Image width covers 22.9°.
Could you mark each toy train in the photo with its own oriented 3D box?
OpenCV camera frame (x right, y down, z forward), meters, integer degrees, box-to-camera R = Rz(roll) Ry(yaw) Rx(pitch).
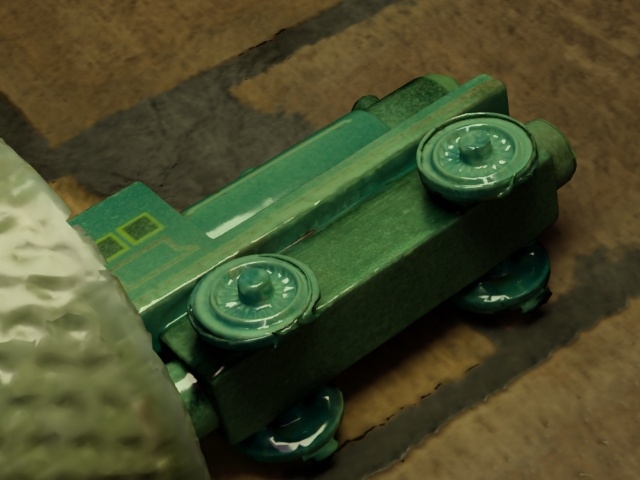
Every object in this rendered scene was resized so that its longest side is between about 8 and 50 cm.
[{"bbox_3d":[0.000,0.000,0.924,0.298,0.120,0.194,-32,43,-22],"label":"toy train"}]

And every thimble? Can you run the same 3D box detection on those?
[{"bbox_3d":[-0.176,0.090,0.755,0.150,0.271,0.271,-30,47,-23],"label":"thimble"}]
